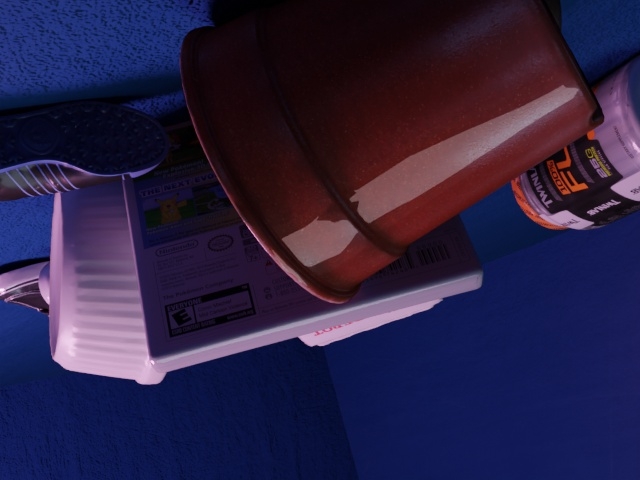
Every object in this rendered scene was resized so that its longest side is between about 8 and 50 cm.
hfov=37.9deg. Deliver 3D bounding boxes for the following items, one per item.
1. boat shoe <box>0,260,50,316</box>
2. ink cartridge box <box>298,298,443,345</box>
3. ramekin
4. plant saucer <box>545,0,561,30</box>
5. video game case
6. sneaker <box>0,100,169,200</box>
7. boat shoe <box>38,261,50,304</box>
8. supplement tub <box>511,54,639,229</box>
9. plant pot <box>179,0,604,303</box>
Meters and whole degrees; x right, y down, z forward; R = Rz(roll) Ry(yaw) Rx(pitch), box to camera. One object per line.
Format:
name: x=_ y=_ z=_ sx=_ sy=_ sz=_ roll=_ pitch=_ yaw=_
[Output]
boat shoe: x=-0.420 y=0.094 z=1.567 sx=0.108 sy=0.102 sz=0.301 roll=-21 pitch=168 yaw=28
ink cartridge box: x=0.000 y=0.000 z=1.279 sx=0.226 sy=0.131 sz=0.306 roll=-20 pitch=140 yaw=21
ramekin: x=-0.253 y=0.036 z=1.116 sx=0.127 sy=0.272 sz=0.273 roll=2 pitch=164 yaw=-19
plant saucer: x=0.187 y=-0.170 z=0.962 sx=0.198 sy=0.036 sz=0.198 roll=-50 pitch=177 yaw=-3
video game case: x=-0.035 y=-0.034 z=0.975 sx=0.329 sy=0.300 sz=0.036 roll=-15 pitch=143 yaw=-3
sneaker: x=-0.273 y=-0.086 z=0.935 sx=0.232 sy=0.081 sz=0.090 roll=-4 pitch=169 yaw=-20
boat shoe: x=-0.339 y=0.056 z=1.519 sx=0.088 sy=0.096 sz=0.267 roll=-25 pitch=167 yaw=27
supplement tub: x=0.429 y=-0.131 z=1.375 sx=0.194 sy=0.193 sz=0.316 roll=-11 pitch=168 yaw=-24
plant pot: x=0.071 y=-0.126 z=0.780 sx=0.265 sy=0.272 sz=0.272 roll=-28 pitch=166 yaw=18
